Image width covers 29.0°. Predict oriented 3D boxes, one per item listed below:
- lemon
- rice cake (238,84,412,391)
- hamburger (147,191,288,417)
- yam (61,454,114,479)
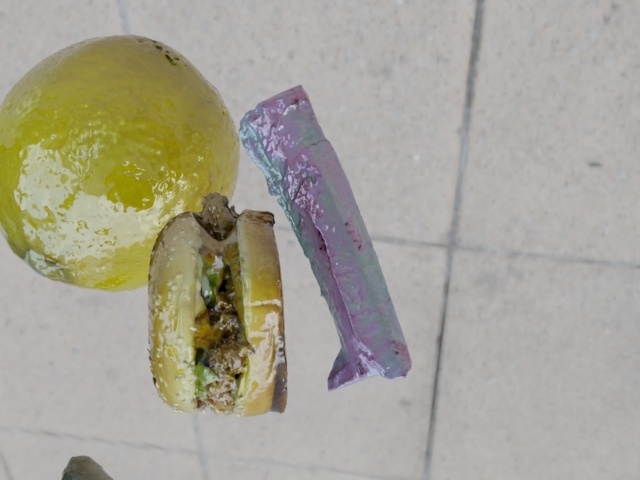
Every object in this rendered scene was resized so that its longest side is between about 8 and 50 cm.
[{"bbox_3d":[-0.223,-0.084,1.336,0.293,0.293,0.293,7,142,6],"label":"lemon"},{"bbox_3d":[0.002,-0.002,1.129,0.081,0.290,0.051,-18,170,-8],"label":"rice cake"},{"bbox_3d":[-0.088,0.053,1.048,0.118,0.191,0.182,3,176,-9],"label":"hamburger"},{"bbox_3d":[-0.258,0.401,1.650,0.071,0.317,0.067,-19,131,-30],"label":"yam"}]
